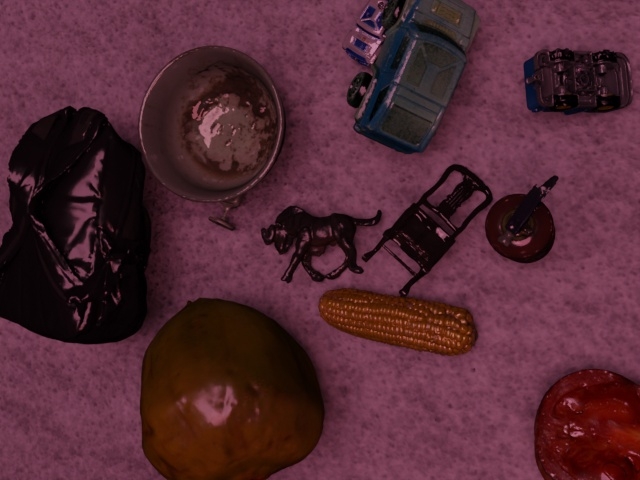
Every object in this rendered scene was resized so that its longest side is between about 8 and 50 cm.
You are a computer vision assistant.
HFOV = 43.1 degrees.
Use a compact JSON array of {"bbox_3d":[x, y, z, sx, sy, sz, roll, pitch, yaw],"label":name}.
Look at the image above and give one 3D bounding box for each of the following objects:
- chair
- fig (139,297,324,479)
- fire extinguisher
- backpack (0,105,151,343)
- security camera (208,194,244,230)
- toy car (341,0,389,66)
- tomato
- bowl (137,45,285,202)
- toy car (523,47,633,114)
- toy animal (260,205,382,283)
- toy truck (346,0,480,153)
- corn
[{"bbox_3d":[0.195,-0.023,1.437,0.106,0.113,0.229,44,58,6],"label":"chair"},{"bbox_3d":[-0.163,0.263,1.421,0.343,0.343,0.343,-1,86,17],"label":"fig"},{"bbox_3d":[0.324,-0.032,1.263,0.102,0.344,0.138,41,98,15],"label":"fire extinguisher"},{"bbox_3d":[-0.468,-0.030,1.533,0.363,0.255,0.446,3,85,40],"label":"backpack"},{"bbox_3d":[-0.177,-0.071,1.579,0.058,0.058,0.092,22,82,17],"label":"security camera"},{"bbox_3d":[0.111,-0.406,1.494,0.080,0.070,0.171,36,98,16],"label":"toy car"},{"bbox_3d":[0.443,0.339,1.315,0.200,0.139,0.233,11,56,11],"label":"tomato"},{"bbox_3d":[-0.185,-0.209,1.534,0.289,0.146,0.289,-1,88,15],"label":"bowl"},{"bbox_3d":[0.424,-0.264,1.370,0.191,0.100,0.097,-2,86,-17],"label":"toy car"},{"bbox_3d":[0.000,0.000,1.498,0.232,0.084,0.148,-9,83,20],"label":"toy animal"},{"bbox_3d":[0.164,-0.296,1.403,0.155,0.156,0.279,22,95,-20],"label":"toy truck"},{"bbox_3d":[0.134,0.139,1.445,0.291,0.101,0.101,12,90,20],"label":"corn"}]
